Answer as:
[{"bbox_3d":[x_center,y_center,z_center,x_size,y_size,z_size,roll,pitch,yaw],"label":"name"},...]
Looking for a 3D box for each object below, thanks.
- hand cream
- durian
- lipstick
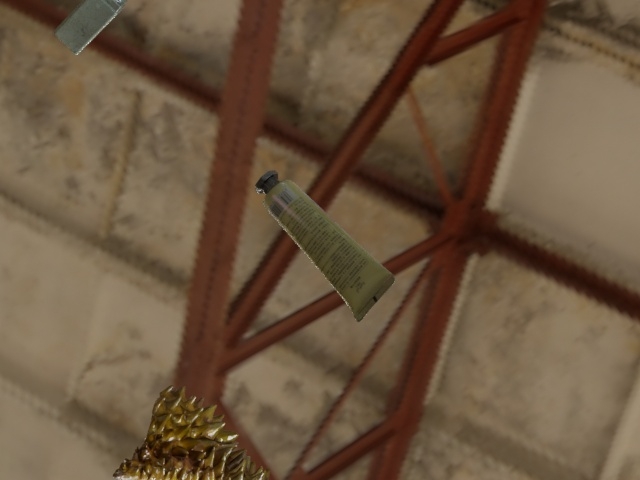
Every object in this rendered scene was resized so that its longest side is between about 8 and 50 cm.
[{"bbox_3d":[0.000,0.000,1.050,0.102,0.022,0.035,46,-73,19],"label":"hand cream"},{"bbox_3d":[-0.103,0.253,1.741,0.186,0.154,0.260,26,-35,-1],"label":"durian"},{"bbox_3d":[-0.177,-0.217,1.592,0.030,0.030,0.129,44,-68,-9],"label":"lipstick"}]
